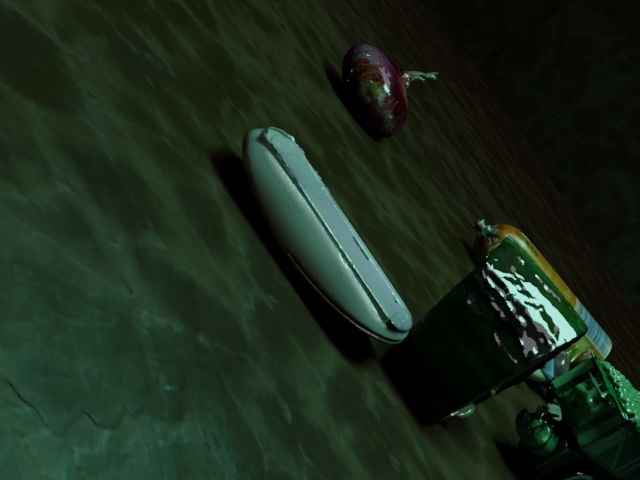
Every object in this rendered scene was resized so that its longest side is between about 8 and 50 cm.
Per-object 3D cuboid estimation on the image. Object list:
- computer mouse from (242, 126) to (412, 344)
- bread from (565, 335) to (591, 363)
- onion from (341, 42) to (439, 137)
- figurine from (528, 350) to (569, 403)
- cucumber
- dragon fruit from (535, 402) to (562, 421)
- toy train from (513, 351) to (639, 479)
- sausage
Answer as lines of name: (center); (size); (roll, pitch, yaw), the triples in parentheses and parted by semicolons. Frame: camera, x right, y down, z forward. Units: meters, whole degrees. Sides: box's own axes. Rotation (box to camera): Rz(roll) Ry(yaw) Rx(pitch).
computer mouse: (0.000, 0.000, 1.161); (0.245, 0.056, 0.126); (55, 14, 4)
bread: (0.355, 0.158, 1.864); (0.094, 0.083, 0.157); (46, 13, 16)
onion: (0.111, -0.237, 1.856); (0.150, 0.140, 0.150); (-19, 90, -78)
figurine: (0.293, 0.141, 1.696); (0.114, 0.108, 0.196); (-91, 162, -48)
cucumber: (0.168, 0.098, 1.239); (0.130, 0.191, 0.191); (48, 14, 11)
dragon fruit: (0.306, 0.248, 1.545); (0.083, 0.060, 0.056); (18, 36, -19)
toy train: (0.330, 0.250, 1.422); (0.269, 0.154, 0.115); (40, 23, -43)
sausage: (0.344, 0.080, 1.960); (0.312, 0.093, 0.093); (48, 16, -20)
